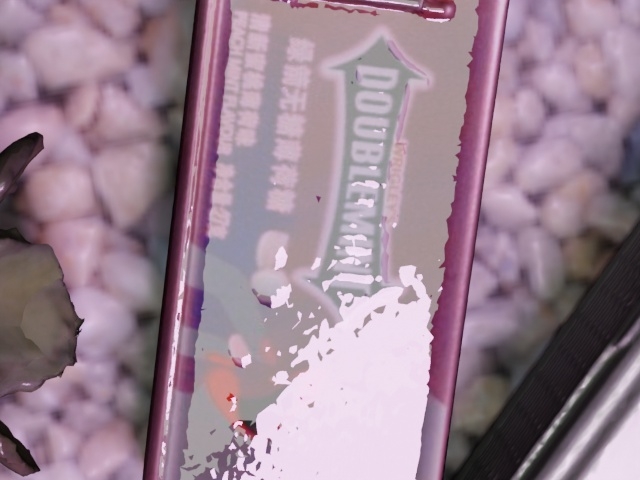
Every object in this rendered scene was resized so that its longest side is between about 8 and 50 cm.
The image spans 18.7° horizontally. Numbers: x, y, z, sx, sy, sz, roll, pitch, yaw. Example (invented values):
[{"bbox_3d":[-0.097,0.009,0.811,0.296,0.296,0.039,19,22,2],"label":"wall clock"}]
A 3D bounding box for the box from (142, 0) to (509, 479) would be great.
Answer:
[{"bbox_3d":[0.000,0.000,0.740,0.120,0.069,0.224,5,99,-4],"label":"box"}]

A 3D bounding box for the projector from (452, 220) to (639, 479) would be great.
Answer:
[{"bbox_3d":[0.165,0.110,0.751,0.192,0.099,0.256,34,96,-9],"label":"projector"}]

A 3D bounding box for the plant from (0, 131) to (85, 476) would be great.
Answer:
[{"bbox_3d":[-0.192,0.020,0.701,0.203,0.131,0.142,9,97,5],"label":"plant"}]
